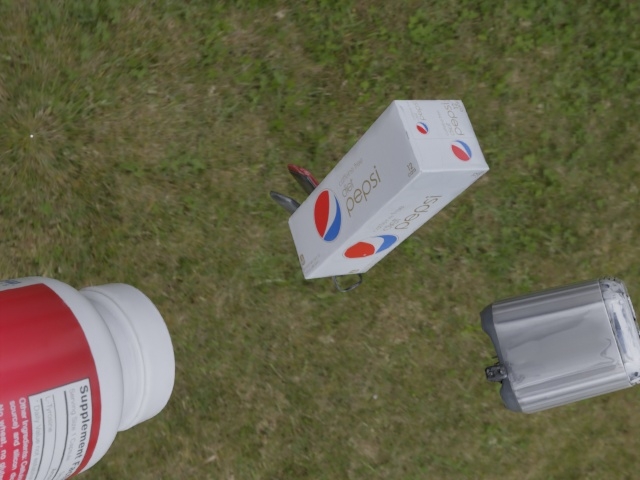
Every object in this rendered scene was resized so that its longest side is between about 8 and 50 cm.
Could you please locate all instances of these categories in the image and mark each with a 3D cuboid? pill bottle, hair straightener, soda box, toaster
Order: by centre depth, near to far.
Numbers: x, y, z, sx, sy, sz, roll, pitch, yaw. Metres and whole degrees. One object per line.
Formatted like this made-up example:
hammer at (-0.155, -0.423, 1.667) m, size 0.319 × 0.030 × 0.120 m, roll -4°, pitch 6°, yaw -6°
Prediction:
soda box at (0.051, -0.039, 0.723) m, size 0.074 × 0.216 × 0.069 m, roll -5°, pitch 67°, yaw -31°
pill bottle at (-0.358, 0.162, 0.827) m, size 0.408 × 0.229 × 0.229 m, roll -12°, pitch 103°, yaw -52°
toaster at (0.264, 0.108, 0.861) m, size 0.146 × 0.227 × 0.129 m, roll -19°, pitch 77°, yaw 20°
hair straightener at (0.000, 0.000, 1.036) m, size 0.089 × 0.047 × 0.230 m, roll -55°, pitch 141°, yaw -12°
